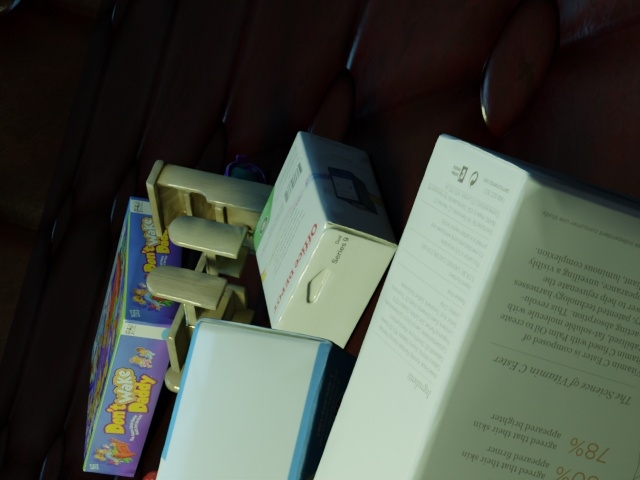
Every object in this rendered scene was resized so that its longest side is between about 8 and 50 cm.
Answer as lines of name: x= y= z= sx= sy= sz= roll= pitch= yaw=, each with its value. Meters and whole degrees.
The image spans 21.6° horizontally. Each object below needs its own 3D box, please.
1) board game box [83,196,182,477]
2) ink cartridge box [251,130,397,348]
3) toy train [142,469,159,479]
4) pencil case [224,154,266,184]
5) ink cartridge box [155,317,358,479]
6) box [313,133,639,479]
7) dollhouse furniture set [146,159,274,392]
board game box: x=-0.270 y=0.142 z=2.415 sx=0.233 sy=0.078 sz=0.347 roll=-93 pitch=17 yaw=-44
ink cartridge box: x=0.000 y=0.000 z=1.883 sx=0.212 sy=0.093 sz=0.154 roll=-103 pitch=35 yaw=-58
toy train: x=-0.127 y=0.308 z=1.912 sx=0.248 sy=0.143 sz=0.105 roll=-65 pitch=29 yaw=8
pencil case: x=-0.131 y=-0.050 z=2.318 sx=0.152 sy=0.064 sz=0.070 roll=-47 pitch=44 yaw=50
ink cartridge box: x=-0.015 y=0.217 z=1.436 sx=0.307 sy=0.129 sz=0.223 roll=39 pitch=-120 yaw=-62
box: x=0.146 y=0.127 z=1.203 sx=0.345 sy=0.215 sz=0.168 roll=-70 pitch=19 yaw=7
dollhouse furniture set: x=-0.161 y=0.039 z=2.068 sx=0.212 sy=0.161 sz=0.242 roll=87 pitch=-161 yaw=-53
